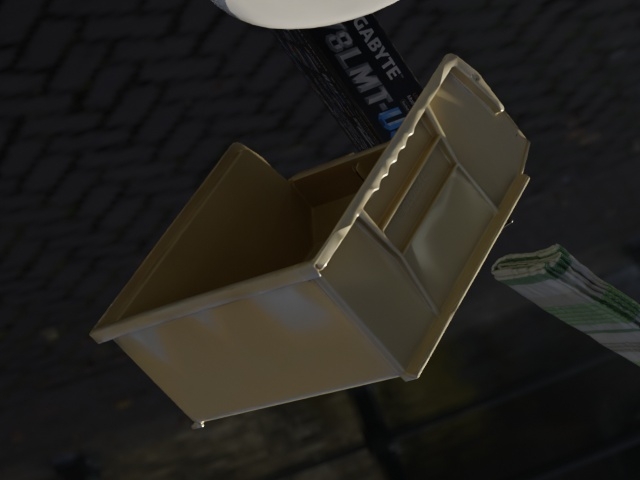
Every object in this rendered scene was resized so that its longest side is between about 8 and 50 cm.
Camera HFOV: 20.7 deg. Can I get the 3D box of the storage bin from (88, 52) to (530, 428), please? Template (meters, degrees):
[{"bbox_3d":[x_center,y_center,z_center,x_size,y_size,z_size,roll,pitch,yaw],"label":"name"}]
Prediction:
[{"bbox_3d":[0.000,0.000,1.359,0.262,0.123,0.260,-19,-150,46],"label":"storage bin"}]

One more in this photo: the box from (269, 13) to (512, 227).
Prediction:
[{"bbox_3d":[0.053,-0.142,1.791,0.073,0.295,0.293,-36,-164,-1],"label":"box"}]

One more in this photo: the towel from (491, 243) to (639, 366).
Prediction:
[{"bbox_3d":[0.197,0.050,1.180,0.023,0.152,0.113,-61,-170,-9],"label":"towel"}]

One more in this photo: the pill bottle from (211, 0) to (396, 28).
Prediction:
[{"bbox_3d":[-0.056,-0.302,0.943,0.204,0.361,0.204,-23,148,-15],"label":"pill bottle"}]
